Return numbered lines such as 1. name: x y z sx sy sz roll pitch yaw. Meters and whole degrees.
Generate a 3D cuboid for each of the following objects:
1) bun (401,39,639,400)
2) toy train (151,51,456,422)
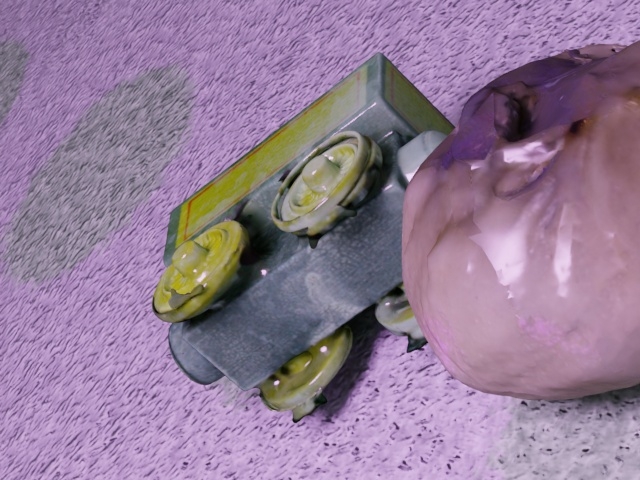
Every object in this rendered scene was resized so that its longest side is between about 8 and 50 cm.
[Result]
1. bun: 0.165 -0.024 1.218 0.273 0.168 0.273 -29 31 20
2. toy train: 0.000 0.000 1.427 0.272 0.159 0.188 -36 25 24
